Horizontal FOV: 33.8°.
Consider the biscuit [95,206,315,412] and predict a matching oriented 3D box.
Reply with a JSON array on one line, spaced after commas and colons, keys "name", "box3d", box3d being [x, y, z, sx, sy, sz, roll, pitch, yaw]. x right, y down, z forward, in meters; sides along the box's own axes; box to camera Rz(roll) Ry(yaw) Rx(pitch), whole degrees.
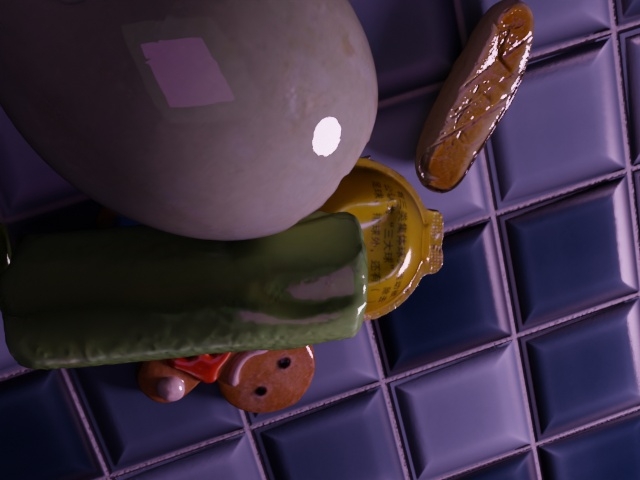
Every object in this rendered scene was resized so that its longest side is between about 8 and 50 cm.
[{"name": "biscuit", "box3d": [-0.131, 0.084, 1.118, 0.205, 0.049, 0.324, -45, 119, 6]}]

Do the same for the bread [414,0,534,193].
[{"name": "bread", "box3d": [0.158, -0.149, 1.084, 0.073, 0.053, 0.214, 19, 110, -17]}]

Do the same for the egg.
[{"name": "egg", "box3d": [-0.126, -0.159, 0.876, 0.336, 0.278, 0.278, 35, 101, -31]}]

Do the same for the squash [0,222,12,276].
[{"name": "squash", "box3d": [-0.317, 0.019, 1.048, 0.027, 0.027, 0.089, -13, 120, -9]}]

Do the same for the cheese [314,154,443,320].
[{"name": "cheese", "box3d": [0.000, 0.000, 1.085, 0.271, 0.069, 0.176, -1, 94, -15]}]

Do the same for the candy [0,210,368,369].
[{"name": "candy", "box3d": [-0.127, 0.045, 0.985, 0.344, 0.142, 0.131, -5, 87, -1]}]
